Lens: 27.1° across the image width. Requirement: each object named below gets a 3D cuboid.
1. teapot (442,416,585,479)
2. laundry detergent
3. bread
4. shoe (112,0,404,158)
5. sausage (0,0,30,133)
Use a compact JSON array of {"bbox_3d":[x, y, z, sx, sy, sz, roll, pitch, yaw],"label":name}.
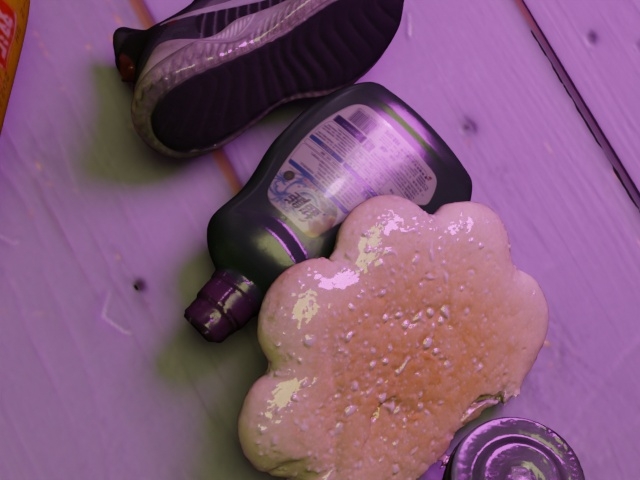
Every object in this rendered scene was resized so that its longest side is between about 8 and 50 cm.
[{"bbox_3d":[0.129,0.187,0.889,0.092,0.091,0.124,-22,73,-19],"label":"teapot"},{"bbox_3d":[0.000,0.000,0.928,0.144,0.078,0.222,45,67,-5],"label":"laundry detergent"},{"bbox_3d":[0.048,0.071,0.897,0.251,0.039,0.182,-40,114,-21],"label":"bread"},{"bbox_3d":[-0.050,-0.150,0.956,0.227,0.099,0.112,-31,51,-20],"label":"shoe"},{"bbox_3d":[-0.271,-0.077,0.862,0.123,0.123,0.347,12,68,-9],"label":"sausage"}]
